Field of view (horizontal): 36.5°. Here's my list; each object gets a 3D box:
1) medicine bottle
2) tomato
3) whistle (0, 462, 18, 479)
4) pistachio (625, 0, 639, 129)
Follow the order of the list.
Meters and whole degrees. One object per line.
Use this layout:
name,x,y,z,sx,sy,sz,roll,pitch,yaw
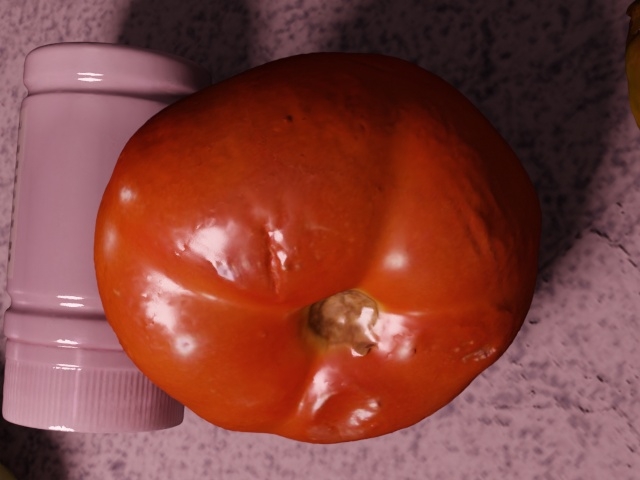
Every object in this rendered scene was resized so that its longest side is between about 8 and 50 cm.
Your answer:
medicine bottle,-0.147,-0.001,0.670,0.133,0.133,0.250,1,86,21
tomato,-0.003,-0.002,0.572,0.259,0.260,0.180,-37,40,15
whistle,-0.279,0.203,0.710,0.131,0.106,0.288,-45,64,22
pistachio,0.234,-0.081,0.573,0.089,0.049,0.173,-33,75,17
